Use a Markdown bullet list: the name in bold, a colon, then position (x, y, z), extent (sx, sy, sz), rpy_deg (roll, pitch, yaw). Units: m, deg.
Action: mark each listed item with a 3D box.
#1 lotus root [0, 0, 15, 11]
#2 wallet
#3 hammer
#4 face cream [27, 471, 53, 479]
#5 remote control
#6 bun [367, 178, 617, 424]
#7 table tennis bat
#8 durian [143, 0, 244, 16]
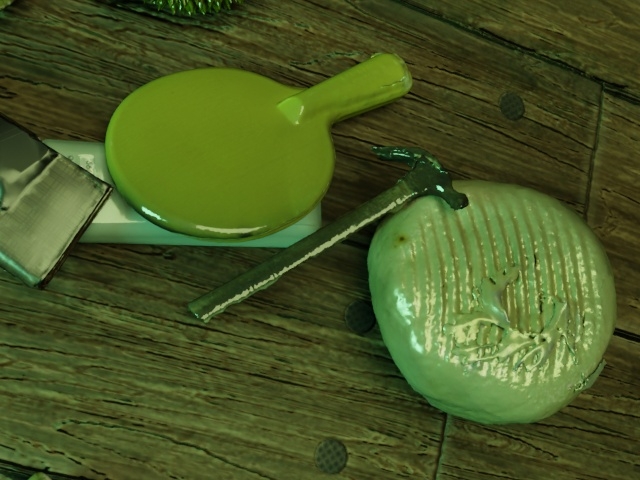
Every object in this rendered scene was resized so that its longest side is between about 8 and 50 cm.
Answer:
- **lotus root**: position (-0.365, -0.338, 0.836), extent (0.110, 0.097, 0.258), rpy_deg (-36, 97, -25)
- **wallet**: position (-0.322, -0.064, 0.808), extent (0.230, 0.042, 0.124), rpy_deg (33, 80, 0)
- **hammer**: position (0.000, 0.000, 0.877), extent (0.297, 0.027, 0.125), rpy_deg (-32, 51, -7)
- **face cream**: position (-0.306, 0.349, 0.745), extent (0.285, 0.067, 0.139), rpy_deg (-43, 96, -22)
- **remote control**: position (-0.137, -0.048, 0.890), extent (0.293, 0.051, 0.103), rpy_deg (1, 81, -19)
- **bun**: position (0.176, 0.066, 0.928), extent (0.273, 0.168, 0.272), rpy_deg (3, 71, -10)
- **table tennis bat**: position (-0.049, -0.120, 0.910), extent (0.369, 0.054, 0.224), rpy_deg (-30, 65, -30)
- **durian**: position (-0.143, -0.290, 0.912), extent (0.221, 0.095, 0.137), rpy_deg (-13, 50, -20)
